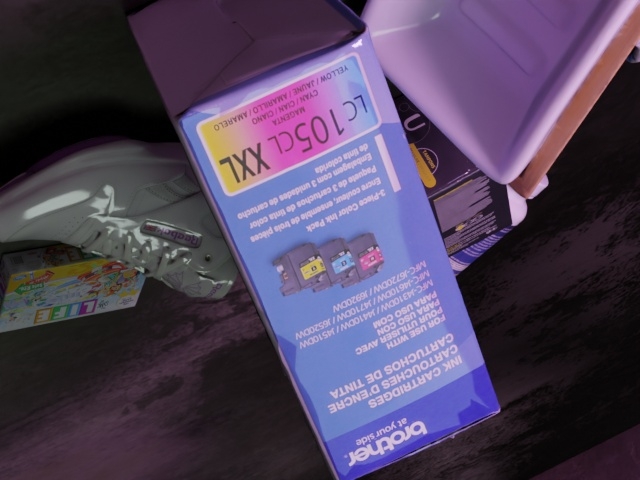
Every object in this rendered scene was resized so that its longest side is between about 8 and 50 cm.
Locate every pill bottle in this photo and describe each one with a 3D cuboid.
[{"bbox_3d":[0.180,-0.037,1.459,0.169,0.094,0.094,-42,150,25],"label":"pill bottle"}]

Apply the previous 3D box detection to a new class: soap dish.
[{"bbox_3d":[0.169,-0.211,1.035,0.118,0.229,0.291,-29,158,-37],"label":"soap dish"}]

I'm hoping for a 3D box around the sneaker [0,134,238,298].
[{"bbox_3d":[-0.148,-0.017,1.122,0.305,0.152,0.114,-9,169,-32],"label":"sneaker"}]

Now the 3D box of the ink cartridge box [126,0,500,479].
[{"bbox_3d":[0.000,0.000,0.996,0.151,0.270,0.395,-23,119,-5],"label":"ink cartridge box"}]

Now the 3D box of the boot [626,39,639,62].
[{"bbox_3d":[0.329,-0.257,1.221,0.123,0.095,0.258,-38,153,3],"label":"boot"}]

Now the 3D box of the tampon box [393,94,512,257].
[{"bbox_3d":[0.126,-0.072,1.323,0.101,0.120,0.161,-28,152,-2],"label":"tampon box"}]

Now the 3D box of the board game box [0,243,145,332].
[{"bbox_3d":[-0.252,0.042,1.270,0.154,0.026,0.103,-11,148,-30],"label":"board game box"}]
